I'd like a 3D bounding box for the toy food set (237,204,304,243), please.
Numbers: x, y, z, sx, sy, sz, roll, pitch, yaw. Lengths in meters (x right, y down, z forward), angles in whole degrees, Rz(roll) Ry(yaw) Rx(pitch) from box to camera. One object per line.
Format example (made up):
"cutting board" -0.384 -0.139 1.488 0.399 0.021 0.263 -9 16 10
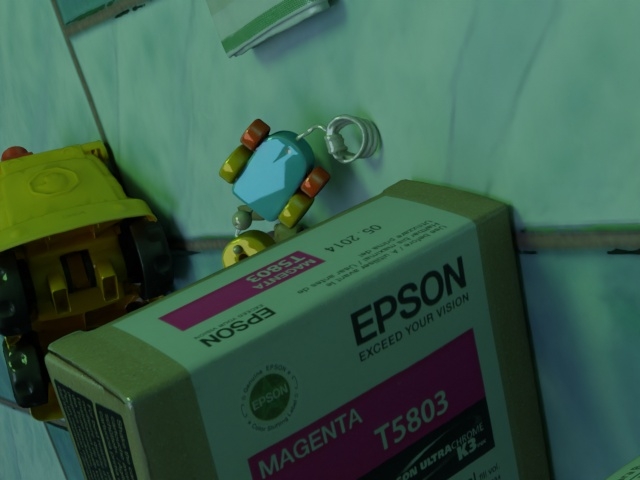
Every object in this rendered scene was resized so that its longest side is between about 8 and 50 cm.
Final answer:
"toy food set" -0.013 0.027 0.752 0.078 0.019 0.122 0 117 57

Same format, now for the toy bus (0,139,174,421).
"toy bus" -0.230 0.019 0.977 0.211 0.150 0.220 -125 27 -42

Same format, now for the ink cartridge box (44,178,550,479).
"ink cartridge box" 0.003 0.101 0.567 0.088 0.235 0.193 17 126 51

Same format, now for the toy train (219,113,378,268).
"toy train" 0.000 0.000 0.683 0.125 0.046 0.166 1 108 18

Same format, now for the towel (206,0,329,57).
"towel" -0.048 -0.194 0.650 0.113 0.023 0.152 -12 99 57

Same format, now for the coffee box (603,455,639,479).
"coffee box" 0.206 0.214 0.229 0.334 0.338 0.337 -24 90 60
